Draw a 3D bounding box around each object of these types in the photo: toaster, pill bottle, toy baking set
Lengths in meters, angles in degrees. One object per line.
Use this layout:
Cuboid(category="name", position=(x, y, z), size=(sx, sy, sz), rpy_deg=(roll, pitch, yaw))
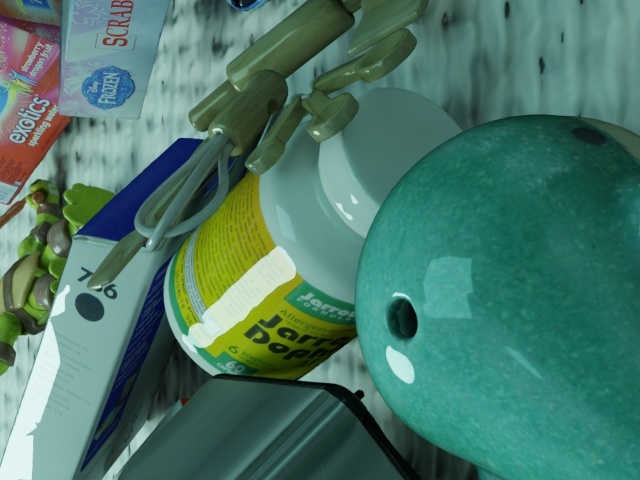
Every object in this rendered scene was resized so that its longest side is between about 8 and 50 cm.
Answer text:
Cuboid(category="toaster", position=(-0.004, 0.166, 0.807), size=(0.168, 0.110, 0.186), rpy_deg=(54, 156, -16))
Cuboid(category="pill bottle", position=(0.000, 0.000, 0.852), size=(0.208, 0.118, 0.117), rpy_deg=(-42, 56, 49))
Cuboid(category="toy baking set", position=(-0.037, -0.076, 0.836), size=(0.256, 0.030, 0.196), rpy_deg=(-35, 19, 21))

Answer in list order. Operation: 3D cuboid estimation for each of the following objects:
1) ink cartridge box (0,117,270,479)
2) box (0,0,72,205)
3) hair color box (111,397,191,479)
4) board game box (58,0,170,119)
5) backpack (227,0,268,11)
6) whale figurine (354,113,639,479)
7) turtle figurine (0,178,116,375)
Cuboid(category="ink cartridge box", position=(-0.136, 0.048, 1.035), size=(0.065, 0.165, 0.332), rpy_deg=(29, 123, 5))
Cuboid(category="box", position=(-0.272, -0.152, 1.243), size=(0.257, 0.128, 0.122), rpy_deg=(-42, 34, 50))
Cuboid(category="hair color box", position=(-0.102, 0.192, 1.076), size=(0.167, 0.053, 0.093), rpy_deg=(-48, 52, 45))
Cuboid(category="board game box", position=(-0.135, -0.286, 0.987), size=(0.318, 0.066, 0.318), rpy_deg=(125, 146, -68))
Cuboid(category="backpack", position=(-0.008, -0.223, 0.862), size=(0.158, 0.117, 0.173), rpy_deg=(56, 134, 41))
Cuboid(category="whale figurine", position=(0.115, 0.062, 0.650), size=(0.272, 0.141, 0.216), rpy_deg=(55, 134, 36))
Cuboid(category="turtle figurine", position=(-0.249, 0.049, 1.258), size=(0.217, 0.087, 0.269), rpy_deg=(-27, 35, 49))
